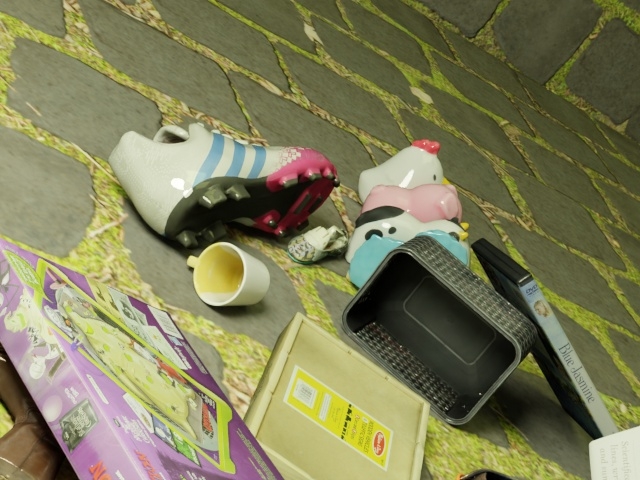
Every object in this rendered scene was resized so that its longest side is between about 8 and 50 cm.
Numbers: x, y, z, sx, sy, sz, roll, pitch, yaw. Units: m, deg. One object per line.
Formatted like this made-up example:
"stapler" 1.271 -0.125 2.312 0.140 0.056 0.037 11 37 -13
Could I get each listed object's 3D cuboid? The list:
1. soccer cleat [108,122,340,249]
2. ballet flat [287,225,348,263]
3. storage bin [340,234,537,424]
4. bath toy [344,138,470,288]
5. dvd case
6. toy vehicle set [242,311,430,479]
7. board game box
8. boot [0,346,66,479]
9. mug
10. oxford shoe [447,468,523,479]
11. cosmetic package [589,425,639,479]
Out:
"soccer cleat" -0.097 -0.078 1.457 0.143 0.116 0.331 45 22 18
"ballet flat" 0.000 0.000 1.555 0.041 0.041 0.114 44 22 18
"storage bin" 0.129 0.094 1.444 0.180 0.122 0.084 41 22 11
"bath toy" 0.121 -0.028 1.684 0.151 0.129 0.348 33 21 -11
"dvd case" 0.262 0.122 1.531 0.253 0.022 0.180 58 -1 -16
"toy vehicle set" 0.016 0.174 1.220 0.166 0.035 0.267 36 21 -4
"board game box" -0.114 0.146 0.979 0.208 0.056 0.347 37 10 -51
"boot" -0.221 0.131 0.944 0.106 0.037 0.114 34 26 -3
"mug" -0.086 0.032 1.327 0.064 0.062 0.078 18 33 -57
"oxford shoe" 0.092 0.217 1.033 0.271 0.098 0.097 1 23 0
"cosmetic package" 0.405 0.320 1.178 0.385 0.156 0.217 37 41 -33
